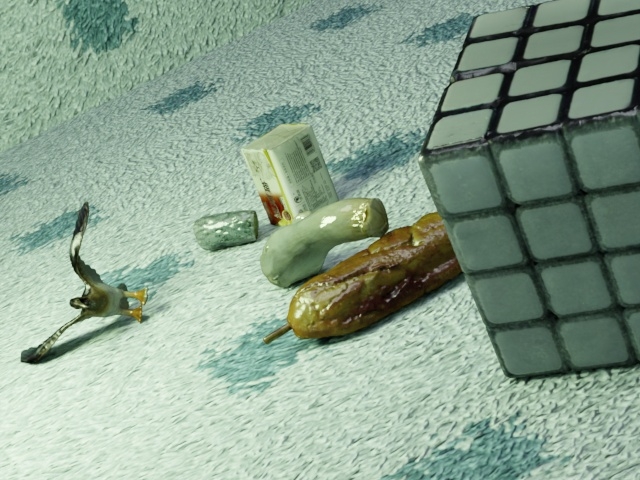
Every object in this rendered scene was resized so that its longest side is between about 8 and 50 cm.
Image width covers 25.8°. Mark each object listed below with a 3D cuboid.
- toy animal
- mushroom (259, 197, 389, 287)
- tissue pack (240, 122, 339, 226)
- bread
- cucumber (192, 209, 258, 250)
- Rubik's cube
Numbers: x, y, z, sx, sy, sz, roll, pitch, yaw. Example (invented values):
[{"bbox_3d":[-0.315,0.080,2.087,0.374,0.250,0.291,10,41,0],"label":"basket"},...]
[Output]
[{"bbox_3d":[-0.350,0.083,2.202,0.160,0.273,0.197,10,2,-27],"label":"toy animal"},{"bbox_3d":[-0.002,-0.001,2.099,0.278,0.096,0.099,-32,22,48],"label":"mushroom"},{"bbox_3d":[-0.053,-0.112,2.397,0.106,0.149,0.099,-34,25,-32],"label":"tissue pack"},{"bbox_3d":[0.068,0.057,1.976,0.344,0.084,0.124,-27,22,-15],"label":"bread"},{"bbox_3d":[-0.157,-0.021,2.390,0.112,0.064,0.064,-13,23,19],"label":"cucumber"},{"bbox_3d":[0.350,-0.078,1.661,0.343,0.344,0.337,-10,33,24],"label":"Rubik's cube"}]
